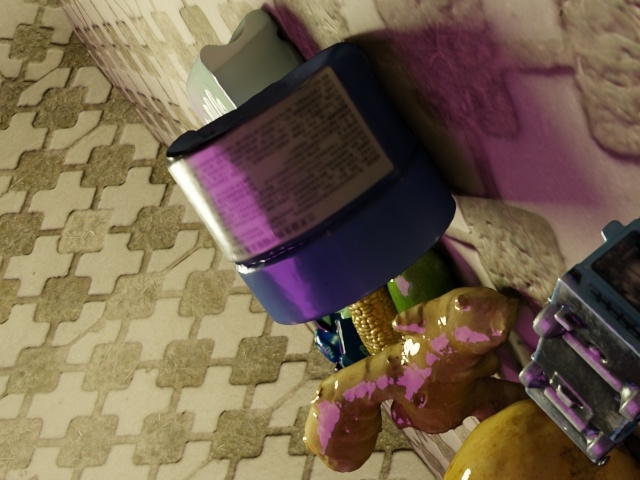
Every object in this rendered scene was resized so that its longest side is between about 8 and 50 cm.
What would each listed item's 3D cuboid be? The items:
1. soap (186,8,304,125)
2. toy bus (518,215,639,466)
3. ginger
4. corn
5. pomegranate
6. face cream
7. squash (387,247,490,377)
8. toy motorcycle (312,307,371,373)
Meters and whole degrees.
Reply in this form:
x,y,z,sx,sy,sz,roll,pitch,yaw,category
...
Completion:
x,y,z,sx,sy,sz,roll,pitch,yaw,category
-0.095,-0.194,1.242,0.208,0.115,0.347,54,170,-9,soap
0.239,0.085,0.663,0.106,0.131,0.297,48,169,24,toy bus
0.130,0.185,1.146,0.122,0.363,0.348,-73,-25,-47,ginger
0.134,0.194,1.634,0.310,0.101,0.101,55,170,-28,corn
0.280,0.321,1.024,0.260,0.260,0.260,50,170,12,pomegranate
-0.011,-0.067,0.923,0.225,0.249,0.249,57,169,-15,face cream
0.181,0.141,1.230,0.101,0.101,0.378,42,164,47,squash
0.041,0.182,1.740,0.331,0.196,0.125,50,171,0,toy motorcycle
